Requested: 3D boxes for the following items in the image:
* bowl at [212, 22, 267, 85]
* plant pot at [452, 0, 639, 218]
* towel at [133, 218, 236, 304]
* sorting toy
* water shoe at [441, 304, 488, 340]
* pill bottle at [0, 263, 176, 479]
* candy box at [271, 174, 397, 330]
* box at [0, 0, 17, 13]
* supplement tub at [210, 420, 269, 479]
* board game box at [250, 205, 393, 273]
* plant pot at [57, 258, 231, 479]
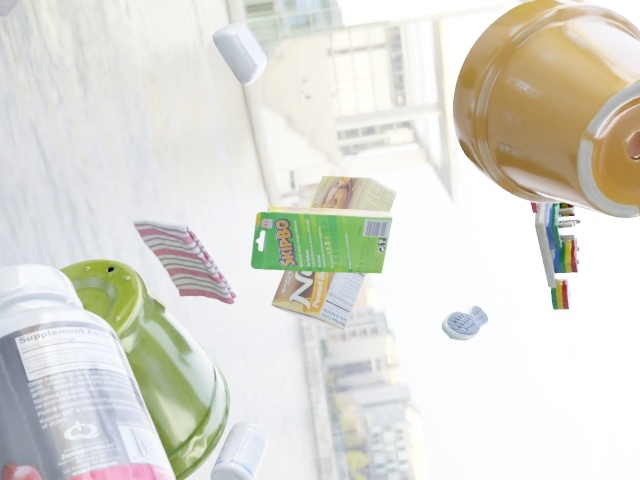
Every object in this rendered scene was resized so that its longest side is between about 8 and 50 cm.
[{"bbox_3d":[-0.176,-0.433,2.003,0.142,0.053,0.142,58,23,-15],"label":"bowl"},{"bbox_3d":[0.255,-0.113,0.828,0.188,0.205,0.205,-122,-159,-62],"label":"plant pot"},{"bbox_3d":[-0.248,0.040,1.599,0.029,0.144,0.197,-55,132,-31],"label":"towel"},{"bbox_3d":[0.328,-0.032,1.200,0.274,0.046,0.132,64,31,-42],"label":"sorting toy"},{"bbox_3d":[0.317,0.204,1.984,0.073,0.080,0.203,53,28,18],"label":"water shoe"},{"bbox_3d":[-0.264,0.178,0.865,0.318,0.176,0.176,57,-16,35],"label":"pill bottle"},{"bbox_3d":[0.027,0.020,1.873,0.183,0.087,0.316,8,-105,56],"label":"candy box"},{"bbox_3d":[-0.604,-0.501,1.528,0.381,0.143,0.191,-161,-113,-63],"label":"box"},{"bbox_3d":[-0.130,0.355,1.422,0.107,0.071,0.071,-64,151,-55],"label":"supplement tub"},{"bbox_3d":[0.000,0.000,1.649,0.039,0.259,0.124,-115,-150,-59],"label":"board game box"},{"bbox_3d":[-0.389,0.234,1.630,0.366,0.366,0.353,-100,176,-46],"label":"plant pot"}]
